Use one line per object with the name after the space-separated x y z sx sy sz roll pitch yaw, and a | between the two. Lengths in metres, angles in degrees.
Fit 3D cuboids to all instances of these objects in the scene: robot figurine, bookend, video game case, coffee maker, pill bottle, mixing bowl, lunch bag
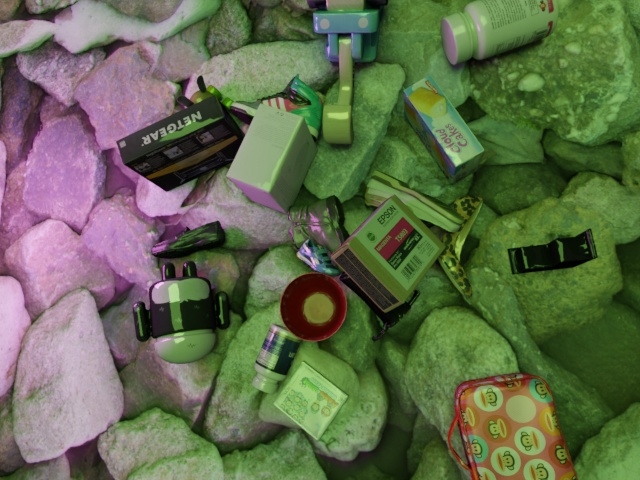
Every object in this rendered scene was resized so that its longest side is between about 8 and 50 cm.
-0.384 0.201 1.256 0.209 0.174 0.277 -15 75 17 | robot figurine
0.574 0.032 1.133 0.158 0.156 0.072 -8 77 9 | bookend
-0.027 0.431 1.219 0.157 0.019 0.143 34 86 15 | video game case
0.140 0.130 1.162 0.178 0.120 0.171 43 51 -3 | coffee maker
-0.122 0.320 1.221 0.094 0.094 0.169 21 82 14 | pill bottle
-0.013 0.183 1.231 0.182 0.098 0.181 -2 77 9 | mixing bowl
0.438 0.477 1.076 0.259 0.120 0.292 -11 76 8 | lunch bag
0.502 -0.617 1.288 0.283 0.160 0.160 -18 75 5 | pill bottle

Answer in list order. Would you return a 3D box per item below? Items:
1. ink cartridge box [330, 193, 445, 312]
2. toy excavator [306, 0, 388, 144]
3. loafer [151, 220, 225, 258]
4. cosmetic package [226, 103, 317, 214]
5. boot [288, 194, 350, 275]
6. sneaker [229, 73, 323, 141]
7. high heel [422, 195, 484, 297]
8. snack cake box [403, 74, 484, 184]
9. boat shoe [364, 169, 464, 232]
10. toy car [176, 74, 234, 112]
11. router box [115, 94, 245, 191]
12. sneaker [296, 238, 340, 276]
0.171 0.027 1.108 0.193 0.088 0.235 46 53 -1 | ink cartridge box
0.086 -0.560 1.332 0.223 0.444 0.432 3 37 11 | toy excavator
-0.398 -0.002 1.354 0.224 0.076 0.078 -16 70 1 | loafer
-0.128 -0.221 1.275 0.138 0.224 0.224 20 81 13 | cosmetic package
0.000 0.000 1.293 0.161 0.083 0.246 -18 76 19 | boot
-0.118 -0.422 1.371 0.296 0.124 0.178 19 81 13 | sneaker
0.395 0.007 1.198 0.186 0.093 0.261 -27 65 9 | high heel
0.335 -0.302 1.251 0.089 0.152 0.264 -30 74 3 | snack cake box
0.246 -0.087 1.226 0.302 0.113 0.103 37 109 39 | boat shoe
-0.369 -0.420 1.380 0.149 0.188 0.155 39 86 15 | toy car
-0.387 -0.273 1.323 0.309 0.243 0.080 -24 75 3 | router box
-0.001 0.048 1.219 0.144 0.053 0.059 33 102 29 | sneaker
